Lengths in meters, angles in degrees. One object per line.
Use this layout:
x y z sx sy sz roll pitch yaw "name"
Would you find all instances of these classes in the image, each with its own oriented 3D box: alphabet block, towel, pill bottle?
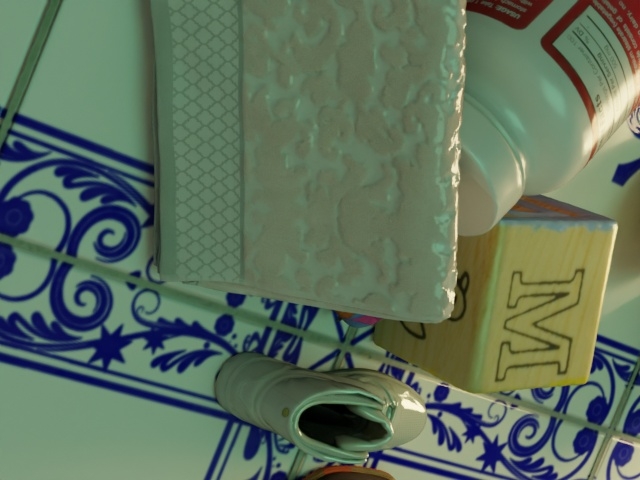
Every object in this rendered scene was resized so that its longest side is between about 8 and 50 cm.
0.199 0.050 1.716 0.193 0.192 0.197 0 104 -34 "alphabet block"
-0.017 -0.095 1.459 0.053 0.317 0.331 -43 136 -66 "towel"
0.236 -0.198 1.600 0.407 0.229 0.229 -45 126 -25 "pill bottle"

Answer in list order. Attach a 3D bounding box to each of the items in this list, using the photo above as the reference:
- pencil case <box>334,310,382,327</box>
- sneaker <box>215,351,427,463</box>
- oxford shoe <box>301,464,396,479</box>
0.000 0.000 1.616 0.104 0.104 0.236 -52 127 -10 "pencil case"
0.042 0.206 1.668 0.293 0.169 0.108 13 95 -39 "sneaker"
-0.006 0.328 1.716 0.271 0.098 0.096 -9 110 -33 "oxford shoe"
